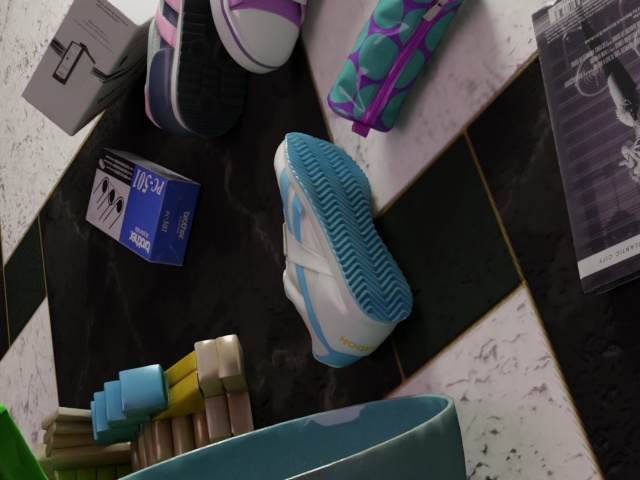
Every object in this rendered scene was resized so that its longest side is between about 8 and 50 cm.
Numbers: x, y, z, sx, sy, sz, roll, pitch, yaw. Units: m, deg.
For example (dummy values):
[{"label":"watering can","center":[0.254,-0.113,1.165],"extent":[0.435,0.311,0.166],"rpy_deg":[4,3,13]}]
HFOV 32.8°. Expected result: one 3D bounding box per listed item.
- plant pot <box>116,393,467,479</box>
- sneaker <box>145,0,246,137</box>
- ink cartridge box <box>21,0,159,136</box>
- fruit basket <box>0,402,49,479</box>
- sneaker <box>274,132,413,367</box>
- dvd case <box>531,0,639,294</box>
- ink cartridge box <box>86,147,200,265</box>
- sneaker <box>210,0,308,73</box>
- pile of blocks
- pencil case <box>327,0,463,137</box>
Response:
[{"label":"plant pot","center":[-0.020,0.244,0.766],"extent":[0.290,0.290,0.195],"rpy_deg":[-18,87,52]},{"label":"sneaker","center":[-0.140,-0.272,1.191],"extent":[0.131,0.112,0.319],"rpy_deg":[7,86,53]},{"label":"ink cartridge box","center":[-0.256,-0.242,1.315],"extent":[0.203,0.086,0.148],"rpy_deg":[-47,5,40]},{"label":"fruit basket","center":[-0.211,0.349,0.996],"extent":[0.392,0.392,0.283],"rpy_deg":[-62,24,24]},{"label":"sneaker","center":[0.000,0.000,0.939],"extent":[0.092,0.087,0.228],"rpy_deg":[-52,41,37]},{"label":"dvd case","center":[0.219,-0.093,0.707],"extent":[0.164,0.018,0.221],"rpy_deg":[-31,56,46]},{"label":"ink cartridge box","center":[-0.215,-0.044,1.296],"extent":[0.207,0.046,0.097],"rpy_deg":[26,104,55]},{"label":"sneaker","center":[-0.022,-0.308,1.043],"extent":[0.161,0.102,0.282],"rpy_deg":[-5,77,52]},{"label":"pile of blocks","center":[-0.190,0.220,1.098],"extent":[0.362,0.149,0.112],"rpy_deg":[-42,49,41]},{"label":"pencil case","center":[0.065,-0.164,0.907],"extent":[0.151,0.064,0.070],"rpy_deg":[-60,23,27]}]
